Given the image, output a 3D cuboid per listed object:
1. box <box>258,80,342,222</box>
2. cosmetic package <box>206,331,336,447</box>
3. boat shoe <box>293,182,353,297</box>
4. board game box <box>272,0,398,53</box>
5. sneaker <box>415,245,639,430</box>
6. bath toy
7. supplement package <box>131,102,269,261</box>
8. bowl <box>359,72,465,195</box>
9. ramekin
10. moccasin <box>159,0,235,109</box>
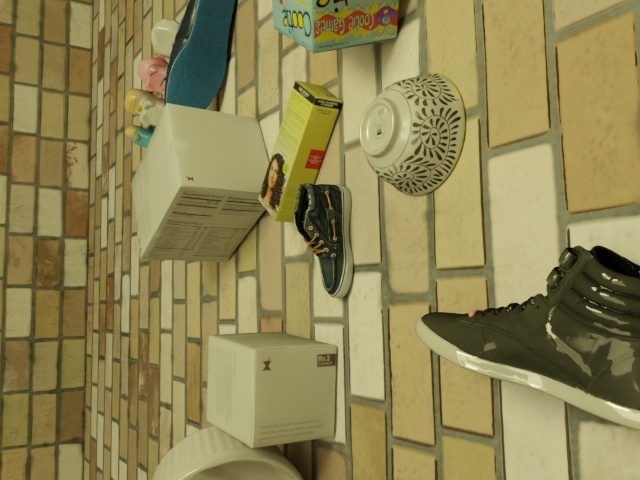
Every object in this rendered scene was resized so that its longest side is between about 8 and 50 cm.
[{"bbox_3d":[-0.040,-0.151,1.067,0.087,0.058,0.232,48,126,47],"label":"box"},{"bbox_3d":[-0.086,0.239,1.022,0.184,0.151,0.151,-1,87,58],"label":"cosmetic package"},{"bbox_3d":[0.000,0.000,0.970,0.065,0.083,0.183,-9,80,57],"label":"boat shoe"},{"bbox_3d":[0.019,-0.422,0.843,0.144,0.142,0.275,48,147,47],"label":"board game box"},{"bbox_3d":[0.223,0.071,0.613,0.296,0.105,0.146,11,95,51],"label":"sneaker"},{"bbox_3d":[-0.430,-0.424,1.637,0.129,0.151,0.348,-73,6,-61],"label":"bath toy"},{"bbox_3d":[-0.248,-0.106,1.255,0.262,0.198,0.199,-47,49,45],"label":"supplement package"},{"bbox_3d":[0.105,-0.147,0.824,0.170,0.080,0.170,-5,84,56],"label":"bowl"},{"bbox_3d":[-0.163,0.437,1.040,0.127,0.273,0.272,-130,51,-63],"label":"ramekin"},{"bbox_3d":[-0.273,-0.437,1.410,0.117,0.138,0.342,26,95,59],"label":"moccasin"}]
